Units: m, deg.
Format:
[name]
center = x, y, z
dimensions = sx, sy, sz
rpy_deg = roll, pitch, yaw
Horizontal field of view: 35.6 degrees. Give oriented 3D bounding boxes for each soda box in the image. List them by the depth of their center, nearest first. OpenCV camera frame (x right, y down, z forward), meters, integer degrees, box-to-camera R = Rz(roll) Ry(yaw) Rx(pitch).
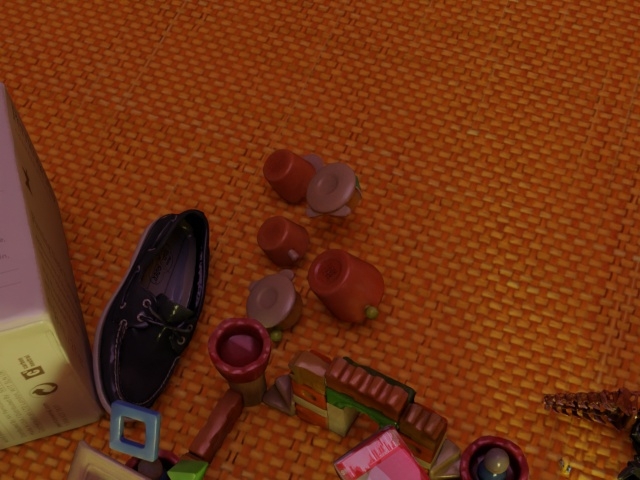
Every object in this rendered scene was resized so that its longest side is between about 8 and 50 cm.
[soda box]
center = 0.119, 0.336, 1.099
dimensions = 0.083, 0.092, 0.263
rpy_deg = -33, 74, -7

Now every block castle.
[block castle]
center = 0.009, 0.309, 1.265
dimensions = 0.453, 0.212, 0.303
rpy_deg = 24, 61, 16

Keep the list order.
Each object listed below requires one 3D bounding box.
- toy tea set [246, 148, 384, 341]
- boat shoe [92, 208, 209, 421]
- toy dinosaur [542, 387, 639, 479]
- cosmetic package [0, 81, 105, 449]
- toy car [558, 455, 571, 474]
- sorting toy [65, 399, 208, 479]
[toy tea set]
center = 0.000, 0.000, 1.543
dimensions = 0.200, 0.124, 0.335
rpy_deg = -15, 57, 27
[boat shoe]
center = -0.228, 0.095, 1.446
dimensions = 0.127, 0.113, 0.340
rpy_deg = 36, 49, -24
[toy dinosaur]
center = 0.464, 0.283, 1.336
dimensions = 0.322, 0.164, 0.218
rpy_deg = 3, 41, 25
[cosmetic package]
center = -0.522, 0.060, 1.369
dimensions = 0.328, 0.329, 0.393
rpy_deg = -16, 60, -8
[toy car]
center = 0.310, 0.344, 1.335
dimensions = 0.060, 0.040, 0.122
rpy_deg = 1, 58, 3
[sorting toy]
center = -0.242, 0.360, 1.192
dimensions = 0.196, 0.347, 0.047
rpy_deg = 27, 22, 14
